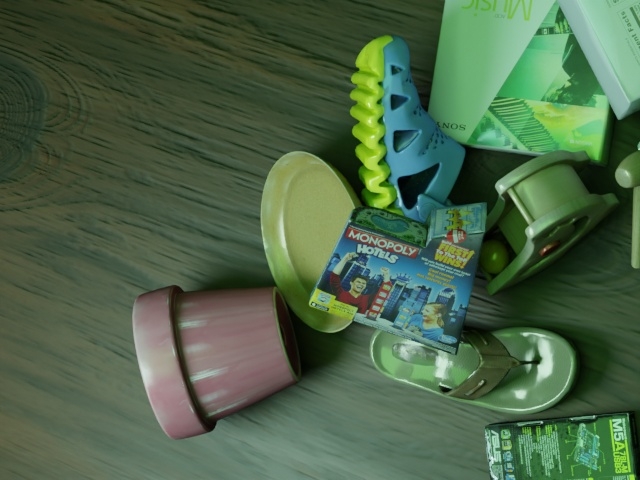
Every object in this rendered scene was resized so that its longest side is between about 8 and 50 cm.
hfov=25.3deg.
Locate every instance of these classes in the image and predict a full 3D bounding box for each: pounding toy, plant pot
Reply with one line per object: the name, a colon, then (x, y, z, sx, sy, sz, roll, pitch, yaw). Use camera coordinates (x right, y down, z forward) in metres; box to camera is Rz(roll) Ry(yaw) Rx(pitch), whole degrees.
pounding toy: (0.277, -0.007, 1.660, 0.155, 0.154, 0.269, 59, 140, 16)
plant pot: (-0.127, 0.144, 1.859, 0.180, 0.201, 0.201, -14, 82, 6)
plant pot: (0.000, 0.000, 1.831, 0.236, 0.032, 0.236, 26, 122, 51)

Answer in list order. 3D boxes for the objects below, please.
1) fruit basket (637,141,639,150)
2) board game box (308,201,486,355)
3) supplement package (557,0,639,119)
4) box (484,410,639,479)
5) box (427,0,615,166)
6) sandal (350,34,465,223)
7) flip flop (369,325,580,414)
fruit basket: (0.588, -0.056, 1.598, 0.327, 0.165, 0.353, -36, 90, 18)
board game box: (0.110, 0.024, 1.675, 0.194, 0.060, 0.194, 19, 129, -8)
supplement package: (0.414, -0.288, 1.596, 0.262, 0.199, 0.198, -27, 86, 7)
box: (0.301, 0.310, 1.738, 0.184, 0.045, 0.191, -9, 83, 20)
box: (0.266, -0.266, 1.773, 0.232, 0.058, 0.322, 9, 93, 23)
sandal: (0.114, -0.103, 1.765, 0.138, 0.126, 0.318, -10, 114, -4)
flip flop: (0.184, 0.151, 1.775, 0.277, 0.080, 0.112, 9, 91, 23)
